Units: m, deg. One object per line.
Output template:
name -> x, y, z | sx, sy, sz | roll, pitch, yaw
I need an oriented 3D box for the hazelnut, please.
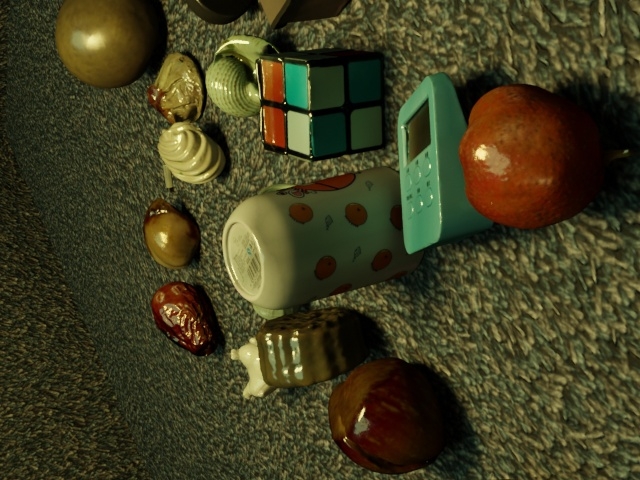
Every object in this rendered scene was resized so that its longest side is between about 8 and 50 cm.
hazelnut -> 0.132, 0.323, 1.510 | 0.234, 0.218, 0.218 | -158, 57, -75

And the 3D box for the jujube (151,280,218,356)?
jujube -> -0.382, 0.226, 2.316 | 0.236, 0.168, 0.168 | 51, 142, 25

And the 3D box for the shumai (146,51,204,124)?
shumai -> -0.386, -0.383, 2.100 | 0.201, 0.120, 0.201 | 34, 133, 47

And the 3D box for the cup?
cup -> 0.000, 0.000, 1.443 | 0.212, 0.317, 0.212 | 30, 127, 49

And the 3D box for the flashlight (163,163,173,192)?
flashlight -> -0.444, -0.182, 2.372 | 0.018, 0.018, 0.083 | 15, 115, 54

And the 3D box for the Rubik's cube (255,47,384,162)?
Rubik's cube -> -0.001, -0.252, 1.485 | 0.180, 0.167, 0.183 | 20, 120, 53

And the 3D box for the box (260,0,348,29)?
box -> -0.038, -0.539, 1.440 | 0.188, 0.153, 0.252 | -41, 68, 58

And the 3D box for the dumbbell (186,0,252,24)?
dumbbell -> -0.178, -0.547, 1.660 | 0.218, 0.153, 0.152 | -12, 92, 59

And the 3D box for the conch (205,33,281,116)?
conch -> -0.141, -0.340, 1.713 | 0.200, 0.131, 0.172 | 20, 101, 9

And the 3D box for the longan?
longan -> -0.569, -0.559, 2.185 | 0.297, 0.297, 0.297 | 30, 127, 50

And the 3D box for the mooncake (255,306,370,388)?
mooncake -> -0.019, 0.208, 1.650 | 0.228, 0.228, 0.124 | -7, 98, 59

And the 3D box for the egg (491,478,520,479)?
egg -> 0.285, 0.510, 1.263 | 0.250, 0.250, 0.322 | 58, 155, 27

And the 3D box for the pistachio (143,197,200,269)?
pistachio -> -0.424, -0.020, 2.307 | 0.130, 0.165, 0.210 | -68, -44, -77

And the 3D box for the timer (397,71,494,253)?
timer -> 0.171, -0.116, 1.278 | 0.232, 0.091, 0.249 | 128, 128, -79

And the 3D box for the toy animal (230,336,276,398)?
toy animal -> -0.096, 0.284, 1.891 | 0.282, 0.138, 0.140 | -24, 77, 57

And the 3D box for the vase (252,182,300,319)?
vase -> -0.085, 0.035, 1.777 | 0.143, 0.143, 0.298 | 48, 141, 38

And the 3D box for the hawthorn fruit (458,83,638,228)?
hawthorn fruit -> 0.300, -0.110, 1.074 | 0.226, 0.196, 0.196 | 3, 106, 34

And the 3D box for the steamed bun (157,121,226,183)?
steamed bun -> -0.332, -0.212, 2.031 | 0.183, 0.106, 0.183 | 29, 159, 12
